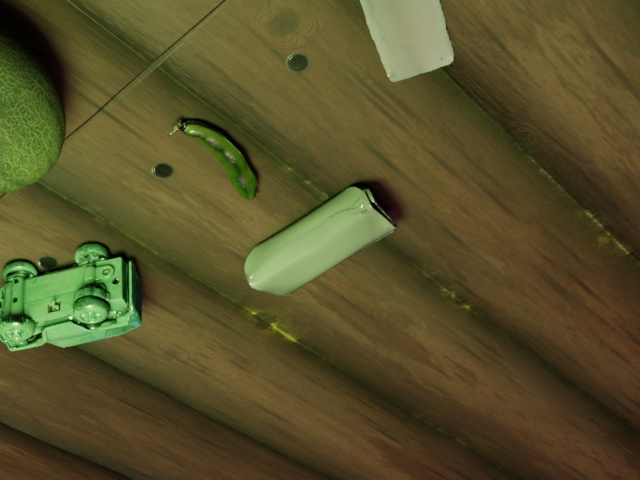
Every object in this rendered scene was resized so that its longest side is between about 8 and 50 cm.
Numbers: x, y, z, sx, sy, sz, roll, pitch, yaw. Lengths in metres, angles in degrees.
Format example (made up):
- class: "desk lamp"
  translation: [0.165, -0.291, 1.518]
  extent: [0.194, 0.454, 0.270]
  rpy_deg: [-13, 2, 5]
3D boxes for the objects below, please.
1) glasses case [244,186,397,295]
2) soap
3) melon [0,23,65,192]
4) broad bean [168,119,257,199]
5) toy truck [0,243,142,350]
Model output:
- class: "glasses case"
  translation: [0.002, 0.001, 1.919]
  extent: [0.308, 0.083, 0.128]
  rpy_deg: [-32, 137, 23]
- class: "soap"
  translation: [0.075, -0.414, 1.347]
  extent: [0.107, 0.296, 0.285]
  rpy_deg: [-20, 137, 9]
- class: "melon"
  translation: [-0.518, -0.204, 1.524]
  extent: [0.237, 0.238, 0.302]
  rpy_deg: [-17, 140, 10]
- class: "broad bean"
  translation: [-0.174, -0.148, 1.771]
  extent: [0.069, 0.039, 0.227]
  rpy_deg: [-34, 129, 17]
- class: "toy truck"
  translation: [-0.489, 0.120, 1.928]
  extent: [0.278, 0.155, 0.156]
  rpy_deg: [-13, 144, 6]
